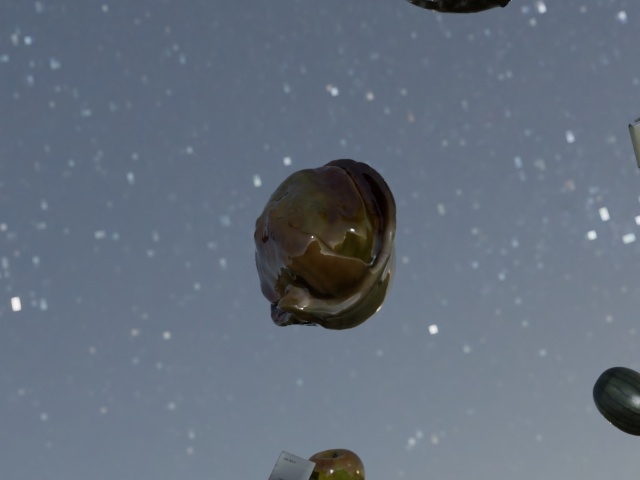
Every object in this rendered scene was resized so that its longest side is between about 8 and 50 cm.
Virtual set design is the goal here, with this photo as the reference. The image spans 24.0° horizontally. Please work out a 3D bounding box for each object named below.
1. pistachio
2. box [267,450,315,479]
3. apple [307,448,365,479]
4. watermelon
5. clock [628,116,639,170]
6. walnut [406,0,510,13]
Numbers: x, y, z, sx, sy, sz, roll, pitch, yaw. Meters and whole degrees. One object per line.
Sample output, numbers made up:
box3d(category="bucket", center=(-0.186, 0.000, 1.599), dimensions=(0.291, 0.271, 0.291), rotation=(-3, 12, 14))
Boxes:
box3d(category="pistachio", center=(0.000, 0.000, 1.381), dimensions=(0.165, 0.210, 0.130), rotation=(-42, -63, 15))
box3d(category="box", center=(-0.070, 0.384, 2.041), dimensions=(0.055, 0.218, 0.039), rotation=(19, -43, 8))
box3d(category="apple", center=(0.019, 0.337, 2.153), dimensions=(0.089, 0.074, 0.089), rotation=(1, 21, 0))
box3d(category="watermelon", center=(0.396, 0.207, 1.920), dimensions=(0.078, 0.110, 0.078), rotation=(-21, -49, -26))
box3d(category="clock", center=(0.458, -0.104, 1.712), dimensions=(0.147, 0.071, 0.192), rotation=(-20, -23, 32))
box3d(category="walnut", center=(0.140, -0.292, 1.366), dimensions=(0.230, 0.178, 0.178), rotation=(-27, -25, 38))
